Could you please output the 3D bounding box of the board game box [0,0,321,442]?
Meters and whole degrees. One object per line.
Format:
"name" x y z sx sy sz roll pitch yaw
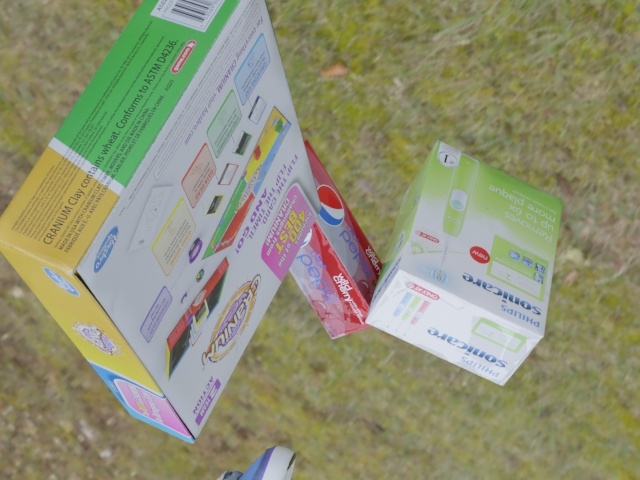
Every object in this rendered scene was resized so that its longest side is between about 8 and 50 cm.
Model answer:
"board game box" -0.098 -0.015 0.877 0.064 0.242 0.316 21 156 18

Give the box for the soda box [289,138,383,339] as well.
"soda box" 0.000 0.000 1.644 0.092 0.083 0.263 -22 106 36

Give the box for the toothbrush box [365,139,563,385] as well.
"toothbrush box" 0.202 0.025 1.631 0.206 0.283 0.122 26 134 -4

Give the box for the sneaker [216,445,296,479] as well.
"sneaker" -0.200 0.393 1.707 0.236 0.130 0.323 28 102 6
